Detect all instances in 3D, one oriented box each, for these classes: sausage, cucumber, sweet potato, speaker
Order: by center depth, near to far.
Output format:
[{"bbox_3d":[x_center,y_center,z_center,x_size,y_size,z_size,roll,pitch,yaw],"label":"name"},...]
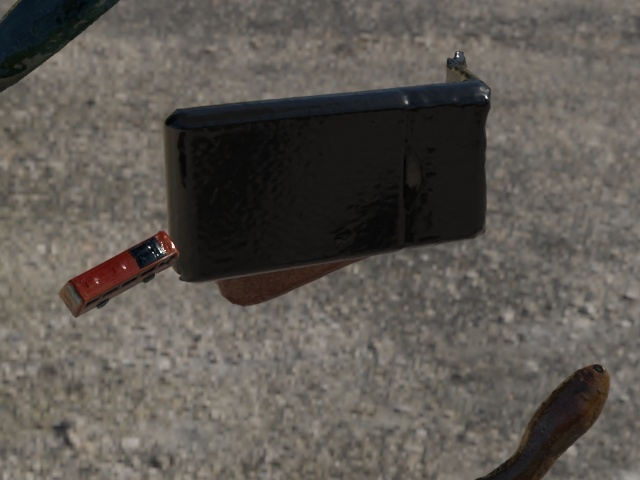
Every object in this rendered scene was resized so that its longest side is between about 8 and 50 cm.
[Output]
[{"bbox_3d":[0.187,0.195,1.211,0.050,0.214,0.050,45,2,-2],"label":"sweet potato"},{"bbox_3d":[-0.237,-0.230,1.258,0.244,0.063,0.115,-42,17,-2],"label":"cucumber"},{"bbox_3d":[0.014,-0.089,1.399,0.388,0.180,0.184,-8,25,-18],"label":"speaker"},{"bbox_3d":[0.000,0.000,1.567,0.300,0.083,0.089,-22,19,25],"label":"sausage"}]

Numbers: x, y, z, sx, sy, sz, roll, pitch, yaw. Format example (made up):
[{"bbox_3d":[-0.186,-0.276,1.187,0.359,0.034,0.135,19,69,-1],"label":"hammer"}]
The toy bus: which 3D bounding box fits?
[{"bbox_3d":[-0.172,0.027,1.146,0.110,0.043,0.031,-31,81,-34],"label":"toy bus"}]
